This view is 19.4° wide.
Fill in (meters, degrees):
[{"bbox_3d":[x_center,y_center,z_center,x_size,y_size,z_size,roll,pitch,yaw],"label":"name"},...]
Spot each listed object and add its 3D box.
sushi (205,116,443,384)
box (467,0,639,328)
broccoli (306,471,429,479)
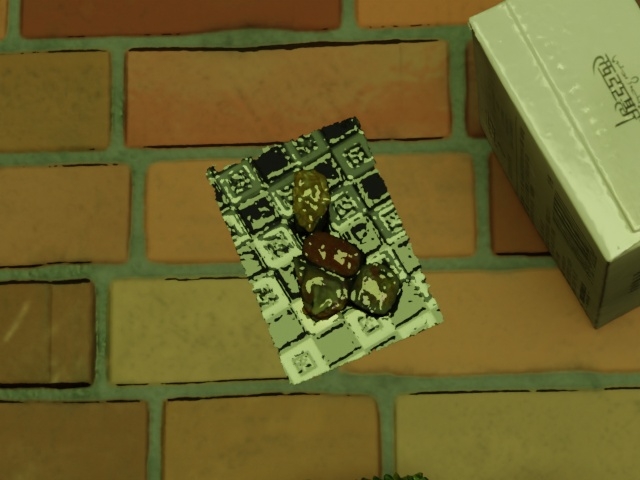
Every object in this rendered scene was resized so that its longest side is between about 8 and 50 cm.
[{"bbox_3d":[0.000,0.000,1.531,0.139,0.031,0.201,-23,76,0],"label":"sushi"},{"bbox_3d":[0.208,-0.067,1.405,0.116,0.274,0.203,-28,75,0],"label":"box"},{"bbox_3d":[0.009,0.256,1.391,0.194,0.194,0.219,40,79,12],"label":"broccoli"}]
